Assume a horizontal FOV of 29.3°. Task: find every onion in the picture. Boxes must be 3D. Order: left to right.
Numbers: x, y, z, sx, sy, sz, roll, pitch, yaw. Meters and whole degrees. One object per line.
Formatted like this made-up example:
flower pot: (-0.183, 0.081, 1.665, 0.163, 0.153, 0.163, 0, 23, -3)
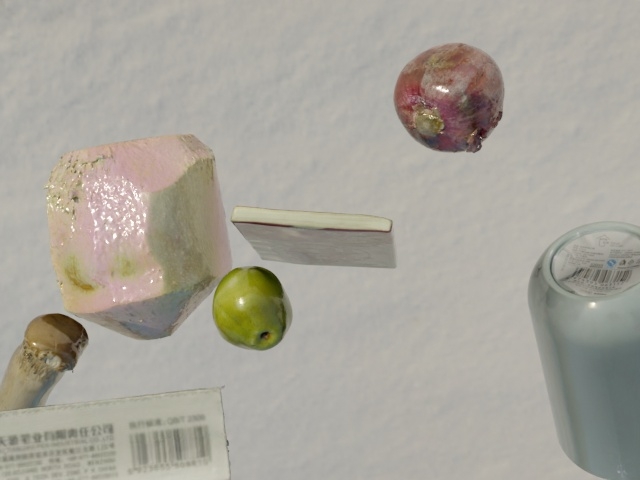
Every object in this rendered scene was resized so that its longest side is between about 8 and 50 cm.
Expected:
onion: (0.196, -0.219, 1.758, 0.159, 0.195, 0.160, 20, 138, 19)

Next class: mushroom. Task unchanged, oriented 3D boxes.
mushroom: (-0.325, 0.170, 1.373, 0.071, 0.084, 0.209, 29, 119, -2)

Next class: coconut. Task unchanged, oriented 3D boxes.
coconut: (-0.225, 0.000, 1.502, 0.233, 0.245, 0.233, -7, -177, 0)

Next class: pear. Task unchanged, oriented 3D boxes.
pear: (-0.075, 0.071, 1.300, 0.092, 0.097, 0.092, -7, 127, -9)

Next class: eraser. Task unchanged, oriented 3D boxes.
eraser: (-0.289, 0.213, 1.187, 0.403, 0.098, 0.096, -6, 173, -2)

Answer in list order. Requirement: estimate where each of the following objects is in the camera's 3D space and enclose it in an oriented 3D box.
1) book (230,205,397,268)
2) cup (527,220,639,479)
book: (0.000, 0.000, 1.314, 0.162, 0.022, 0.232, 5, 169, 6)
cup: (0.383, 0.136, 1.566, 0.205, 0.205, 0.312, -15, 129, 6)
